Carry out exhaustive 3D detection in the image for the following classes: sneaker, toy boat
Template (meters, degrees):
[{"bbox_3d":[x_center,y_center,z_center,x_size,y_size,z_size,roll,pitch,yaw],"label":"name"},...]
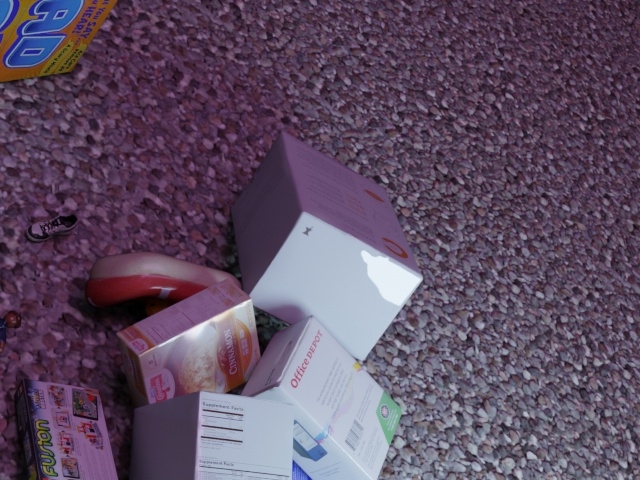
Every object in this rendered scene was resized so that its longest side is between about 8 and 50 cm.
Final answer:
[{"bbox_3d":[-0.399,-0.023,1.916,0.083,0.037,0.032,-18,73,-43],"label":"sneaker"},{"bbox_3d":[-0.236,0.103,1.894,0.231,0.151,0.151,17,78,-28],"label":"toy boat"}]

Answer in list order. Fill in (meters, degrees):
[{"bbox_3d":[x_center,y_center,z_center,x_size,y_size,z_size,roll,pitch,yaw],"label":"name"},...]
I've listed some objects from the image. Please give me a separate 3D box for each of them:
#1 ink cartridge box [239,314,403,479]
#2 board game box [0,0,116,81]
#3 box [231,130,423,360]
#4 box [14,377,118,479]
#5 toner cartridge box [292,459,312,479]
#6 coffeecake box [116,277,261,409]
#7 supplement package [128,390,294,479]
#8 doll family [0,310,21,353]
[{"bbox_3d":[0.003,0.237,1.846,0.212,0.093,0.154,49,39,-19],"label":"ink cartridge box"},{"bbox_3d":[-0.527,-0.477,1.931,0.356,0.356,0.356,-17,70,-44],"label":"board game box"},{"bbox_3d":[0.000,0.000,2.016,0.215,0.168,0.345,28,18,-18],"label":"box"},{"bbox_3d":[-0.333,0.273,1.694,0.114,0.036,0.207,13,34,-30],"label":"box"},{"bbox_3d":[-0.013,0.390,1.869,0.165,0.075,0.348,18,49,-26],"label":"toner cartridge box"},{"bbox_3d":[-0.182,0.160,1.820,0.185,0.142,0.068,-26,41,-26],"label":"coffeecake box"},{"bbox_3d":[-0.147,0.318,1.693,0.149,0.194,0.203,13,70,-32],"label":"supplement package"},{"bbox_3d":[-0.486,0.079,1.748,0.111,0.076,0.193,-13,72,-48],"label":"doll family"}]
